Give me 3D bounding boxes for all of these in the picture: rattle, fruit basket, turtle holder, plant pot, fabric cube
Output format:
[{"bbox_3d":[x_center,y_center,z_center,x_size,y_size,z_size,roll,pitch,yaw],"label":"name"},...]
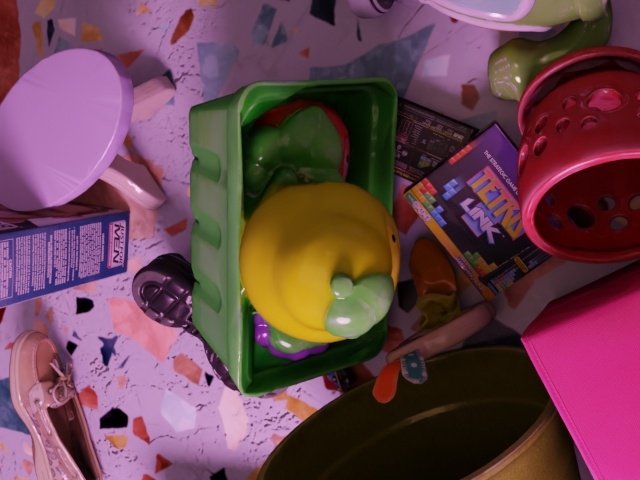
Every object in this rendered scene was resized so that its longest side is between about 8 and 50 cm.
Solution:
[{"bbox_3d":[0.112,0.088,1.005,0.130,0.199,0.143,-7,102,52],"label":"rattle"},{"bbox_3d":[0.000,0.000,0.960,0.392,0.283,0.392,14,109,47],"label":"fruit basket"},{"bbox_3d":[0.213,-0.331,0.906,0.227,0.320,0.243,-10,63,21],"label":"turtle holder"},{"bbox_3d":[0.163,0.364,0.967,0.366,0.366,0.353,-20,100,25],"label":"plant pot"},{"bbox_3d":[0.397,0.134,0.859,0.258,0.259,0.254,-31,84,22],"label":"fabric cube"},{"bbox_3d":[0.304,-0.094,0.893,0.191,0.191,0.174,-16,48,25],"label":"plant pot"}]

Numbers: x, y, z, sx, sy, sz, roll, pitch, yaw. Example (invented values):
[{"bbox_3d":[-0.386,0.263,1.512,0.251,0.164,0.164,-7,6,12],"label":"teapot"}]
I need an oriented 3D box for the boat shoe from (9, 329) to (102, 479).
[{"bbox_3d":[-0.412,0.275,1.327,0.089,0.104,0.285,-6,105,20],"label":"boat shoe"}]

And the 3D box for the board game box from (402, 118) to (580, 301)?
[{"bbox_3d":[0.206,-0.035,1.007,0.141,0.048,0.170,-39,94,19],"label":"board game box"}]

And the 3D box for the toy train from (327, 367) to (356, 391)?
[{"bbox_3d":[0.040,0.230,1.156,0.036,0.027,0.158,-15,91,36],"label":"toy train"}]

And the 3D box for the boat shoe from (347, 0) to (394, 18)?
[{"bbox_3d":[0.097,-0.434,0.987,0.119,0.121,0.335,10,99,27],"label":"boat shoe"}]

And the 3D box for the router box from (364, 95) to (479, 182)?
[{"bbox_3d":[0.128,-0.120,1.062,0.122,0.038,0.092,26,107,19],"label":"router box"}]

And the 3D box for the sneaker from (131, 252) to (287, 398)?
[{"bbox_3d":[-0.140,0.112,1.184,0.267,0.106,0.101,44,111,-10],"label":"sneaker"}]

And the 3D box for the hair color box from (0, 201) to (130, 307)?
[{"bbox_3d":[-0.440,0.013,1.160,0.174,0.347,0.105,10,101,22],"label":"hair color box"}]

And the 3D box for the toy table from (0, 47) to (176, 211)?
[{"bbox_3d":[-0.332,-0.150,1.191,0.274,0.161,0.252,-26,84,24],"label":"toy table"}]
